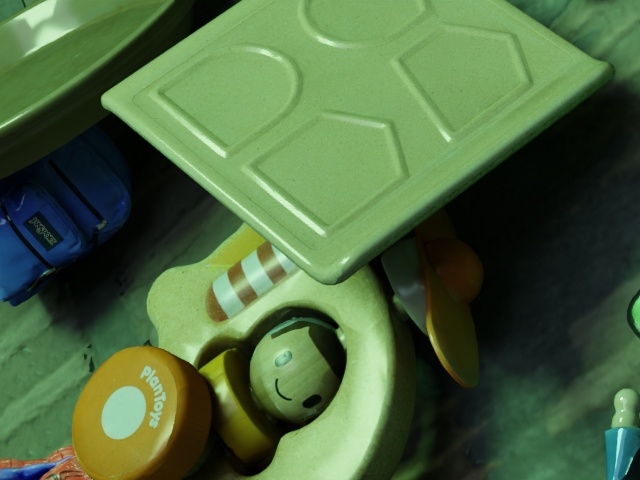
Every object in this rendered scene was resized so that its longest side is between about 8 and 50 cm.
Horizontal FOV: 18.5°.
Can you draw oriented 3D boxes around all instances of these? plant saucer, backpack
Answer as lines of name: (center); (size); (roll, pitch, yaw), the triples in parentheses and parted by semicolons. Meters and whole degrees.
plant saucer: (-0.194, -0.106, 1.312); (0.278, 0.041, 0.278); (-27, 22, 12)
backpack: (-0.184, -0.021, 1.312); (0.120, 0.098, 0.101); (-35, 27, 9)

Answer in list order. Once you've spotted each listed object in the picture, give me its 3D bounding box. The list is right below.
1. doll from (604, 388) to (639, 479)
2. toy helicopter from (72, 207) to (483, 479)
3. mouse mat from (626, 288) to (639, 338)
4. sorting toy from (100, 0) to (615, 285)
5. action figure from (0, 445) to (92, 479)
doll: (0.192, 0.113, 1.006); (0.129, 0.046, 0.189); (45, 110, 42)
toy helicopter: (0.000, 0.000, 1.149); (0.235, 0.140, 0.355); (-12, 61, 33)
mouse mat: (0.263, 0.019, 1.021); (0.190, 0.007, 0.152); (-47, 51, 12)
sorting toy: (0.055, -0.109, 1.132); (0.307, 0.041, 0.229); (-36, 49, -20)
action figure: (-0.229, 0.205, 1.244); (0.280, 0.139, 0.091); (-43, 53, 13)
